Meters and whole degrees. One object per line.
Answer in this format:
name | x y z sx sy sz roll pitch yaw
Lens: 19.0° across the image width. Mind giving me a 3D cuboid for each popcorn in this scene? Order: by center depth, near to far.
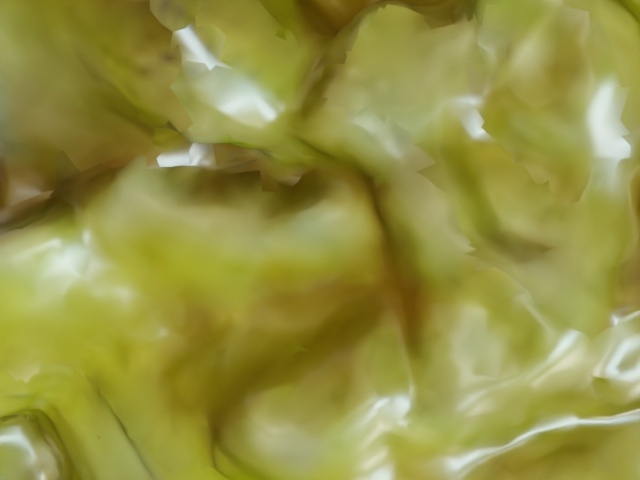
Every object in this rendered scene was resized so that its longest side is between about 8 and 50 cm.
popcorn | 0.000 0.000 0.457 0.206 0.251 0.237 -116 -171 -68
